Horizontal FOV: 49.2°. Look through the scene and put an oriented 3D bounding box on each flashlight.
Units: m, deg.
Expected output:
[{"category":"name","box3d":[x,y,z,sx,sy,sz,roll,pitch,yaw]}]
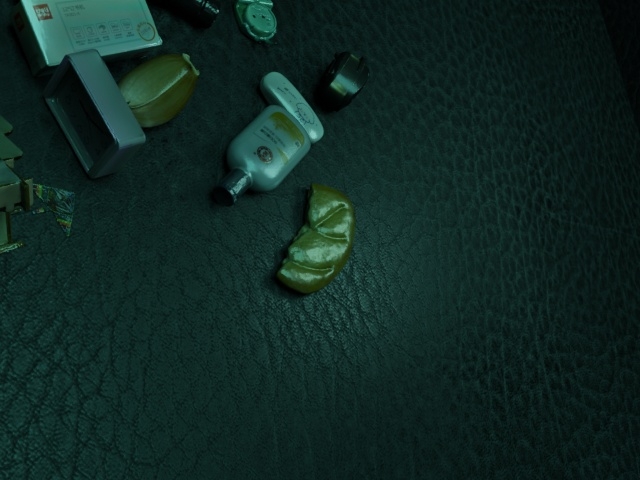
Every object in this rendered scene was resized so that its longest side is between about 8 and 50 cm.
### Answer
[{"category":"flashlight","box3d":[-0.333,-0.557,1.555,0.232,0.093,0.093,29,55,-27]}]

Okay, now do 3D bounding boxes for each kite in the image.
[{"category":"kite","box3d":[-0.480,-0.065,1.269,0.090,0.004,0.122,-35,92,-42]}]

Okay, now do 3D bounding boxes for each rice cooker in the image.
[{"category":"rice cooker","box3d":[0.057,-0.401,1.757,0.106,0.112,0.165,30,54,-16]}]

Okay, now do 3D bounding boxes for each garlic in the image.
[{"category":"garlic","box3d":[-0.342,-0.288,1.411,0.207,0.128,0.115,-48,143,-34]}]

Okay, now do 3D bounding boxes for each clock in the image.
[{"category":"clock","box3d":[-0.150,-0.531,1.707,0.101,0.041,0.135,-6,74,-39]},{"category":"clock","box3d":[-0.422,-0.230,1.293,0.063,0.150,0.197,-28,88,-44]}]

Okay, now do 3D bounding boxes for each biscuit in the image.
[{"category":"biscuit","box3d":[0.003,0.003,1.577,0.154,0.045,0.299,35,53,-22]}]

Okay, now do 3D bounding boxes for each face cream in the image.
[{"category":"face cream","box3d":[-0.136,-0.181,1.538,0.144,0.071,0.291,47,50,-10]}]

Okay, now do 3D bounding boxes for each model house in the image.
[{"category":"model house","box3d":[-0.557,-0.066,1.067,0.326,0.244,0.169,36,40,25]}]

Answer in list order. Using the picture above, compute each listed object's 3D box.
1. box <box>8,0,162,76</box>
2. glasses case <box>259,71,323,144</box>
[{"category":"box","box3d":[-0.456,-0.416,1.383,0.269,0.079,0.135,-28,101,-41]},{"category":"glasses case","box3d":[-0.068,-0.314,1.664,0.197,0.049,0.076,52,49,-6]}]
